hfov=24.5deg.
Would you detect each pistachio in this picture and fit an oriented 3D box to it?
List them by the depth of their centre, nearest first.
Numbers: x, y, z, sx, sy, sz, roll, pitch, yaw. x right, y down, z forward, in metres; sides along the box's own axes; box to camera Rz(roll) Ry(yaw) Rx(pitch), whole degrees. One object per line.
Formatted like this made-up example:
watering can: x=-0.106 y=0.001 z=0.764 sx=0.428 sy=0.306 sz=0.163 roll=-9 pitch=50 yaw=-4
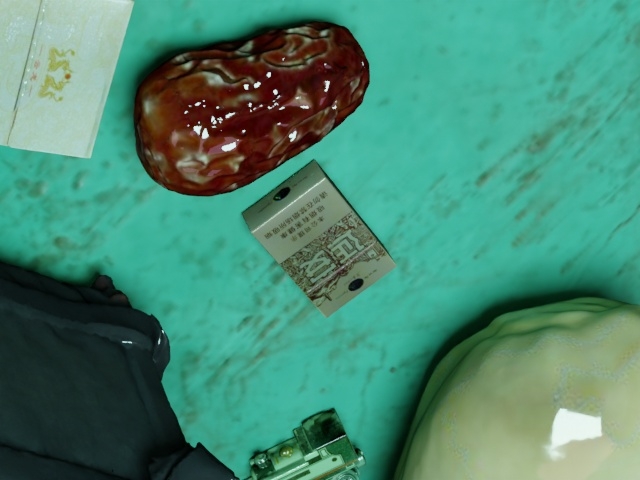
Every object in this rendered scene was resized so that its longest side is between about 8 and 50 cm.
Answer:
pistachio: x=0.137 y=0.163 z=0.900 sx=0.187 sy=0.187 sz=0.299 roll=-1 pitch=123 yaw=-20

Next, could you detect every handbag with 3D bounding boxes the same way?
handbag: x=-0.159 y=0.125 z=0.719 sx=0.181 sy=0.254 sz=0.181 roll=21 pitch=115 yaw=-37

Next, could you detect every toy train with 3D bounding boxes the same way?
toy train: x=-0.013 y=0.145 z=0.925 sx=0.083 sy=0.033 sz=0.053 roll=-25 pitch=122 yaw=-3

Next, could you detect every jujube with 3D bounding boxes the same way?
jujube: x=-0.035 y=-0.070 z=0.754 sx=0.129 sy=0.077 sz=0.077 roll=-26 pitch=128 yaw=-16

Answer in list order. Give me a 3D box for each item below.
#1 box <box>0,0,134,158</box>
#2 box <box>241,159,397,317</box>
box: x=-0.181 y=-0.094 z=0.709 sx=0.167 sy=0.024 sz=0.090 roll=8 pitch=118 yaw=-24
box: x=0.000 y=0.000 z=0.839 sx=0.053 sy=0.024 sz=0.083 roll=-37 pitch=125 yaw=6
